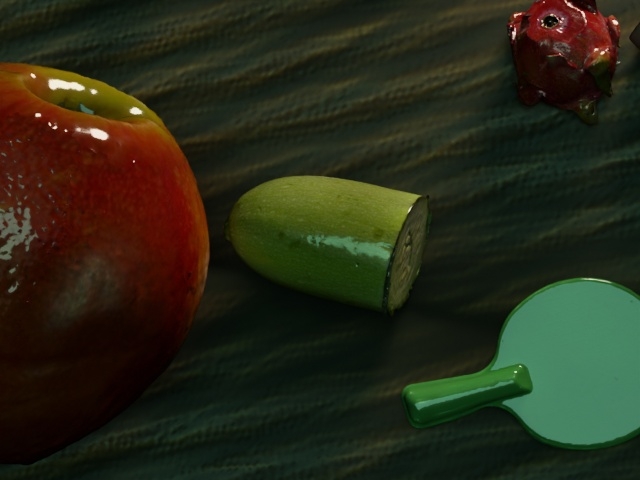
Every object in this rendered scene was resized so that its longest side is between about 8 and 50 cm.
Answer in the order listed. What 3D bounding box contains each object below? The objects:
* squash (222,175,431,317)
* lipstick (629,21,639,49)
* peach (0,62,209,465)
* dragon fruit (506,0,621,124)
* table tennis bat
[{"bbox_3d":[0.000,0.000,1.330,0.187,0.123,0.123,10,85,14],"label":"squash"},{"bbox_3d":[0.399,-0.124,1.305,0.070,0.070,0.254,-44,79,1],"label":"lipstick"},{"bbox_3d":[-0.282,0.024,1.280,0.372,0.372,0.290,-51,47,0],"label":"peach"},{"bbox_3d":[0.228,-0.183,1.340,0.112,0.068,0.126,12,84,10],"label":"dragon fruit"},{"bbox_3d":[0.202,0.126,1.325,0.257,0.039,0.160,-15,82,1],"label":"table tennis bat"}]
